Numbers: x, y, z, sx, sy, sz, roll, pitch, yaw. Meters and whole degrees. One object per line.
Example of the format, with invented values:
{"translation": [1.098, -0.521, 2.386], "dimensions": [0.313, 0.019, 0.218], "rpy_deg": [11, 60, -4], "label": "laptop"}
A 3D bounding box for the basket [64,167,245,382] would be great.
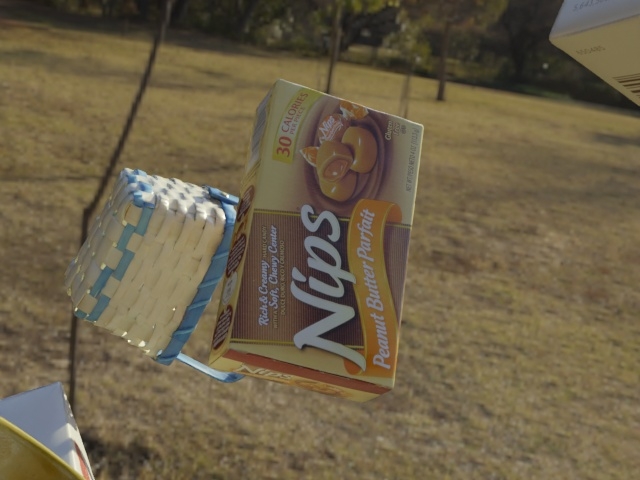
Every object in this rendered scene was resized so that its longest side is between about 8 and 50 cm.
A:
{"translation": [-0.168, 0.041, 1.400], "dimensions": [0.289, 0.255, 0.201], "rpy_deg": [27, 12, -22], "label": "basket"}

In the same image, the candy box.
{"translation": [0.000, 0.000, 1.150], "dimensions": [0.182, 0.316, 0.087], "rpy_deg": [15, -23, -16], "label": "candy box"}

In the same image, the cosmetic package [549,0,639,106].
{"translation": [0.227, -0.136, 0.452], "dimensions": [0.151, 0.184, 0.151], "rpy_deg": [29, -12, -23], "label": "cosmetic package"}

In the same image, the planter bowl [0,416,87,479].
{"translation": [-0.165, 0.166, 0.499], "dimensions": [0.217, 0.090, 0.217], "rpy_deg": [40, -1, 1], "label": "planter bowl"}

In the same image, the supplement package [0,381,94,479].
{"translation": [-0.333, 0.321, 1.159], "dimensions": [0.175, 0.178, 0.293], "rpy_deg": [-17, 29, -11], "label": "supplement package"}
